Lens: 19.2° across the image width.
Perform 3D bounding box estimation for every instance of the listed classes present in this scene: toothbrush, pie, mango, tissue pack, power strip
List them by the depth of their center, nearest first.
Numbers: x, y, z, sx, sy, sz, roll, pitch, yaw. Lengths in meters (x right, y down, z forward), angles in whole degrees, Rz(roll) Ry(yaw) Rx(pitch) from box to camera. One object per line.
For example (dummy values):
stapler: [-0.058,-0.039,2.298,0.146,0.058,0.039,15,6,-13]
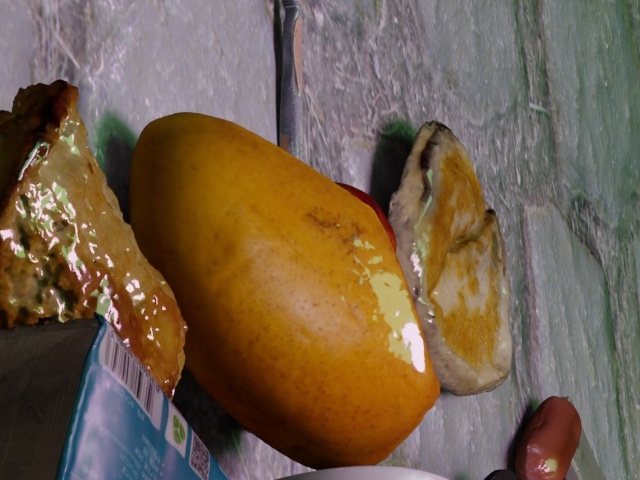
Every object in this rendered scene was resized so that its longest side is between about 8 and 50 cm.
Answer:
tissue pack: [-0.159,0.203,1.291,0.271,0.134,0.192,59,34,-43]
mango: [-0.035,0.039,1.601,0.350,0.201,0.199,50,34,-13]
toothbrush: [-0.030,-0.194,1.943,0.028,0.037,0.375,26,59,-59]
pie: [0.150,0.025,2.215,0.339,0.077,0.339,-7,90,-69]
power strip: [0.353,0.302,2.622,0.080,0.029,0.227,-71,144,-46]

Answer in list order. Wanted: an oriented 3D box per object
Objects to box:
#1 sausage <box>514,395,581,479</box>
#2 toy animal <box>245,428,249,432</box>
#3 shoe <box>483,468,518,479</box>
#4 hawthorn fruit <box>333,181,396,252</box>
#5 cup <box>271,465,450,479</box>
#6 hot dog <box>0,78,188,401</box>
sausage: [0.293,0.266,2.447,0.194,0.077,0.077,-52,128,-62]
toy animal: [-0.053,0.093,1.731,0.083,0.070,0.159,-8,84,-43]
shoe: [0.170,0.335,2.173,0.071,0.049,0.179,54,53,-36]
hawthorn fruit: [0.000,0.000,1.795,0.133,0.138,0.132,-6,90,-67]
cup: [-0.005,0.321,1.590,0.290,0.219,0.257,17,62,-31]
hot dog: [-0.192,0.019,1.380,0.175,0.114,0.259,-73,147,-55]
